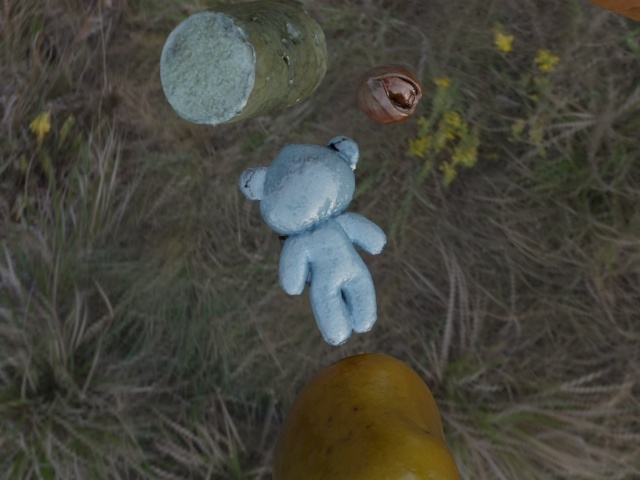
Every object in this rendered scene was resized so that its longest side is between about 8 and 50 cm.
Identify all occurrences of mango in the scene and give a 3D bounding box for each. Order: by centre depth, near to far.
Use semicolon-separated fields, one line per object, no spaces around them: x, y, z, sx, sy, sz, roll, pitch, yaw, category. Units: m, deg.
0.024;0.130;0.612;0.090;0.178;0.115;23;105;-16;mango

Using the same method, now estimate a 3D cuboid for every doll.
-0.003;-0.001;1.002;0.120;0.075;0.180;-22;105;-28;doll

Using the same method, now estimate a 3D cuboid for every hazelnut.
0.085;-0.187;1.413;0.086;0.086;0.086;-3;108;-10;hazelnut

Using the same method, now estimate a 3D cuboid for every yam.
-0.069;-0.161;1.009;0.107;0.194;0.107;5;105;17;yam

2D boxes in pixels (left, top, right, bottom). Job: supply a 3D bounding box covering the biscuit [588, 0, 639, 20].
0.163;-0.128;0.408;0.186;0.192;0.036;19;71;-1;biscuit
